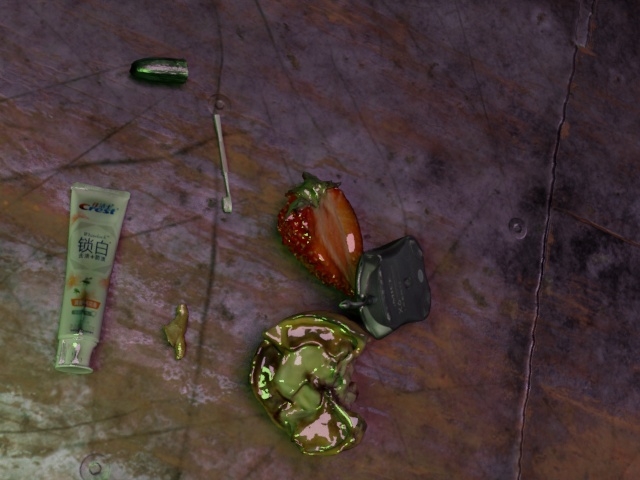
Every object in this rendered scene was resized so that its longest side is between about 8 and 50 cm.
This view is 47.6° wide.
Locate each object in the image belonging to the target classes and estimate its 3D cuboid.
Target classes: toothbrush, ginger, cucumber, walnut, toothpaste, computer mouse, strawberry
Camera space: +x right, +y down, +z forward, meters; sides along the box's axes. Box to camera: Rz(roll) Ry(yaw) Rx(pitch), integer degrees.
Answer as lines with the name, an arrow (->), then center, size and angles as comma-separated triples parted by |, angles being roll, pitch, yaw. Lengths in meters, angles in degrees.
toothbrush -> -0.184, -0.145, 1.368 | 0.017, 0.014, 0.195 | -2, 75, -22
ginger -> -0.251, 0.156, 1.244 | 0.048, 0.030, 0.097 | 17, 69, -46
cucumber -> -0.303, -0.320, 1.353 | 0.105, 0.048, 0.048 | 0, 75, -22
walnut -> -0.018, 0.241, 1.251 | 0.203, 0.141, 0.238 | 3, 82, 3
toothpaste -> -0.385, 0.056, 1.206 | 0.100, 0.066, 0.323 | 9, 66, -19
computer mouse -> 0.102, 0.086, 1.299 | 0.379, 0.090, 0.167 | -9, 89, -62
strawberry -> 0.010, -0.004, 1.364 | 0.228, 0.098, 0.174 | 54, 45, -23
